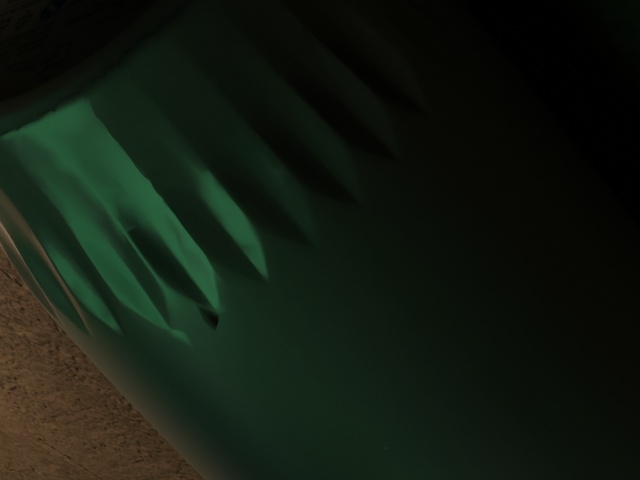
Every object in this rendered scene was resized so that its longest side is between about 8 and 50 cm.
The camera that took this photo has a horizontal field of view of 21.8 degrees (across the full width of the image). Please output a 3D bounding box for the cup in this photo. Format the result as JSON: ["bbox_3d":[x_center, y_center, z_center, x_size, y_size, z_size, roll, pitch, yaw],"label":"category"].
[{"bbox_3d":[0.000,0.000,0.799,0.253,0.253,0.371,4,144,48],"label":"cup"}]
